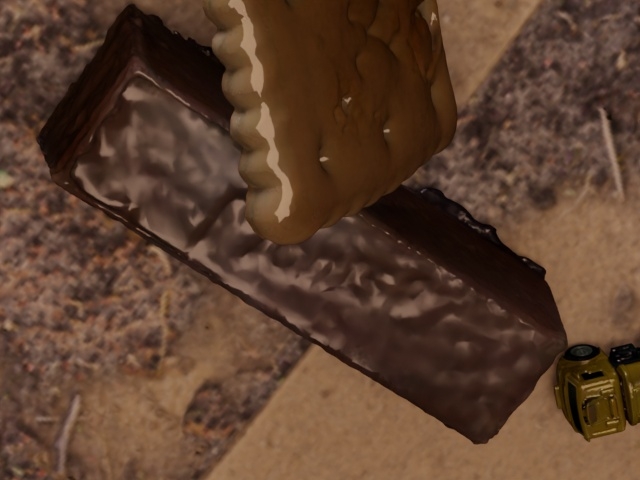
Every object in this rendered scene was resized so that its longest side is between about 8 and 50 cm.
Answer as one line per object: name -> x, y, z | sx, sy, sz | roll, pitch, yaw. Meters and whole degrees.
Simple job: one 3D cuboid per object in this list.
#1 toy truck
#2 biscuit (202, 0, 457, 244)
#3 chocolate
toy truck -> 0.188, 0.091, 1.004 | 0.083, 0.054, 0.049 | -14, 109, -4
biscuit -> -0.002, -0.175, 0.813 | 0.044, 0.217, 0.325 | -4, 105, 28
chocolate -> 0.000, 0.000, 0.916 | 0.321, 0.112, 0.112 | 33, 101, -17
